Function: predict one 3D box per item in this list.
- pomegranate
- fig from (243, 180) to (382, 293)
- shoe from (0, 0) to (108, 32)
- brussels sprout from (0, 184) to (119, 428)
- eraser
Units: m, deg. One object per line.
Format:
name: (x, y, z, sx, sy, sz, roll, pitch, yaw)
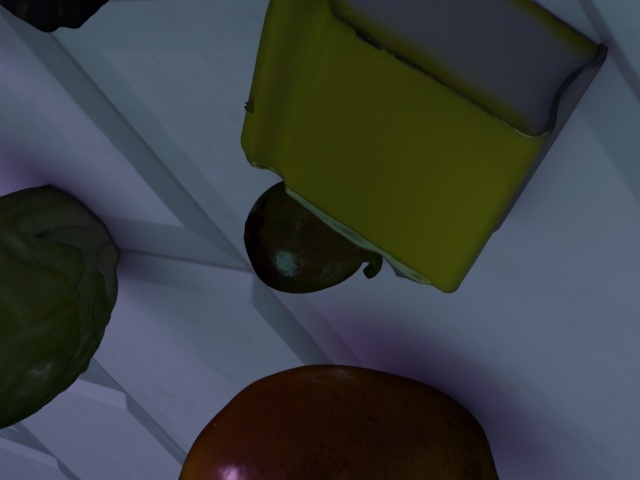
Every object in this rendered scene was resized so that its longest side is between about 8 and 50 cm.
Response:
pomegranate: (0.010, 0.219, 1.208, 0.264, 0.264, 0.264, 31, 157, 14)
fig: (0.000, 0.000, 1.052, 0.098, 0.082, 0.084, 6, 142, -14)
shoe: (-0.160, -0.242, 0.663, 0.237, 0.171, 0.384, 33, 166, -1)
brussels sprout: (-0.291, 0.064, 1.379, 0.244, 0.244, 0.244, 31, 157, 14)
eraser: (0.041, -0.069, 0.844, 0.158, 0.069, 0.226, 32, 157, 6)
